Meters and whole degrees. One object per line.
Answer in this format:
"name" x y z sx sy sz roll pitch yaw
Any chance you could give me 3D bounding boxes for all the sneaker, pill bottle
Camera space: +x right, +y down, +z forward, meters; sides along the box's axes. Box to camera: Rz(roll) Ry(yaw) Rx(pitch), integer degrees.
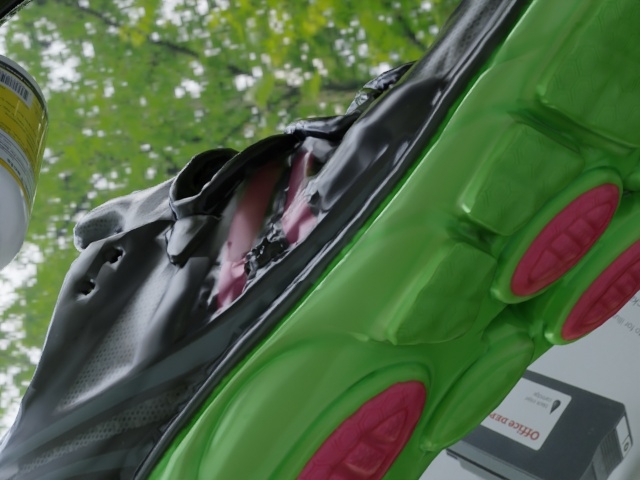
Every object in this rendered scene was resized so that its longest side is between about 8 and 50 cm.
"sneaker" 0.000 0.000 0.490 0.483 0.202 0.185 -47 -36 -4
"pill bottle" -0.417 -0.067 1.308 0.188 0.188 0.334 58 -166 -33

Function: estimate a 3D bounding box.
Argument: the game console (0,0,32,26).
"game console" -0.225 -0.176 0.370 0.293 0.250 0.173 52 -169 -10

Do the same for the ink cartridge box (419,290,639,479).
"ink cartridge box" 0.224 0.176 0.814 0.285 0.166 0.394 30 -85 -39
